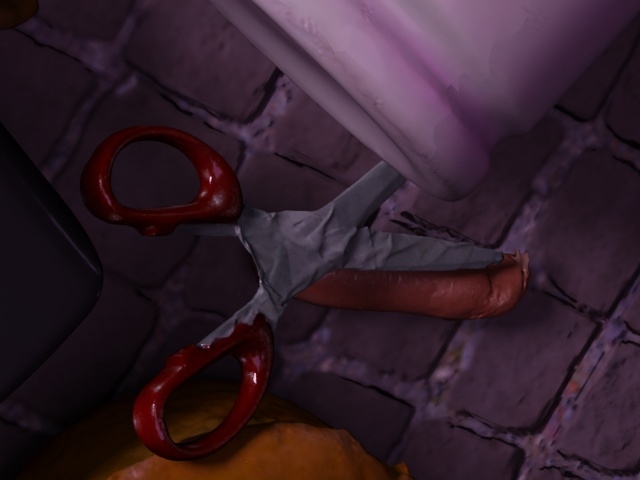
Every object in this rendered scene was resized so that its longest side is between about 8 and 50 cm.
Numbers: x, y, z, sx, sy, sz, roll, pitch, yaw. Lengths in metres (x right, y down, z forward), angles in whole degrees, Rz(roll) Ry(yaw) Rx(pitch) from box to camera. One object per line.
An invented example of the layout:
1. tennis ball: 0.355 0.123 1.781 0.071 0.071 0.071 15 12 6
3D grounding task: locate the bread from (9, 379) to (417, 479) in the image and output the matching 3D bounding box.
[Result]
1. bread: -0.050 0.186 0.923 0.268 0.145 0.268 -13 117 -26

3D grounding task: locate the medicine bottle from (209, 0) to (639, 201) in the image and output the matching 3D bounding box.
1. medicine bottle: 0.090 -0.193 0.794 0.316 0.202 0.202 -46 123 -2

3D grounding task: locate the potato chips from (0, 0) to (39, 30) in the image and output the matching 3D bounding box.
1. potato chips: -0.157 -0.183 0.744 0.202 0.049 0.150 66 32 -34

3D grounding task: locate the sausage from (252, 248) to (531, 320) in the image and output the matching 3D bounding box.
1. sausage: 0.039 0.017 0.957 0.158 0.036 0.042 6 116 -29

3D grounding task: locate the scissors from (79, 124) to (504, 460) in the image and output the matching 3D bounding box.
1. scissors: 0.000 0.000 0.877 0.247 0.017 0.144 -19 101 -44

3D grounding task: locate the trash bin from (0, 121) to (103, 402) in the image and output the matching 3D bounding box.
1. trash bin: -0.234 -0.040 0.717 0.209 0.182 0.290 -42 128 -6
